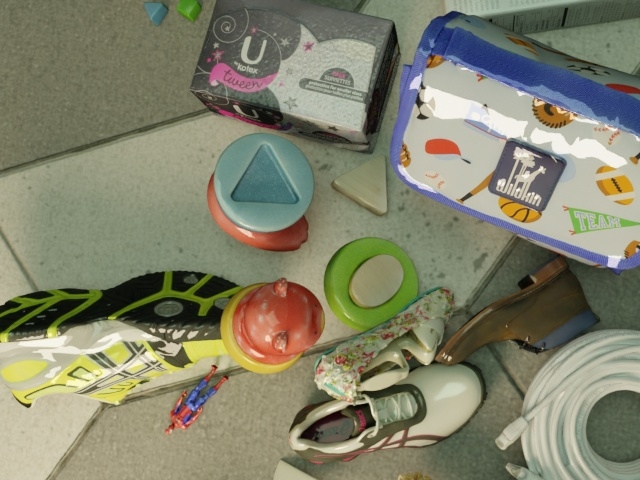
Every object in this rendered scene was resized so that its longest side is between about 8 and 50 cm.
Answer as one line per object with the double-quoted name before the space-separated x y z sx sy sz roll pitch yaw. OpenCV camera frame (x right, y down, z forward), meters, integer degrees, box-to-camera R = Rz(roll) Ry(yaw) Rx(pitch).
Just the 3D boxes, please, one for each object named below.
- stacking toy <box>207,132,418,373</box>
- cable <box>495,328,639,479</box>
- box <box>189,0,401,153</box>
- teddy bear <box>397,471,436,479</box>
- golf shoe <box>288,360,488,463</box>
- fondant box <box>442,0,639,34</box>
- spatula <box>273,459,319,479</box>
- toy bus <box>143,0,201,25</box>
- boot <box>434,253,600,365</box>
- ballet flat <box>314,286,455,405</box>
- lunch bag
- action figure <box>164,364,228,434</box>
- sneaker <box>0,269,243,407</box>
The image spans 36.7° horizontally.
"stacking toy" 0.000 0.000 1.254 0.279 0.130 0.309 -8 79 -16
"cable" 0.383 0.241 1.222 0.257 0.089 0.257 37 93 6
"box" -0.031 -0.234 1.335 0.247 0.142 0.163 15 84 11
"teddy bear" 0.153 0.429 1.243 0.338 0.113 0.245 -45 71 9
"golf shoe" 0.089 0.232 1.264 0.272 0.120 0.105 -20 78 4
"fondant box" 0.325 -0.420 1.329 0.330 0.096 0.238 -7 81 7
"spatula" -0.002 0.409 1.251 0.242 0.019 0.168 20 79 40
"toy bus" -0.220 -0.440 1.414 0.202 0.104 0.191 -44 78 2
"boot" 0.261 0.120 1.265 0.219 0.082 0.106 -37 80 -5
"ballet flat" 0.100 0.142 1.249 0.241 0.091 0.077 -28 51 -27
"lunch bag" 0.266 -0.116 1.148 0.327 0.385 0.239 24 86 11
"action figure" -0.179 0.227 1.354 0.038 0.030 0.115 40 92 7
"sneaker" -0.259 0.141 1.342 0.384 0.145 0.147 -4 118 1
